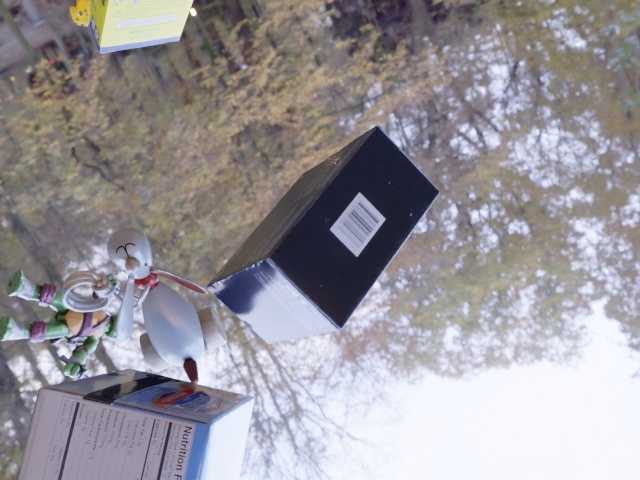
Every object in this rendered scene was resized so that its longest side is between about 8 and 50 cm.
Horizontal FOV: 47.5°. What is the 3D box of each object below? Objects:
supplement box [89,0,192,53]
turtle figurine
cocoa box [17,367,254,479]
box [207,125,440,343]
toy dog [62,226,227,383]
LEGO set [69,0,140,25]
[{"bbox_3d":[-0.379,-0.577,1.504,0.195,0.194,0.356,-18,168,-27],"label":"supplement box"},{"bbox_3d":[-0.476,0.159,1.437,0.198,0.266,0.275,-60,-141,14],"label":"turtle figurine"},{"bbox_3d":[-0.245,0.325,1.033,0.227,0.232,0.347,10,174,5],"label":"cocoa box"},{"bbox_3d":[0.000,0.000,1.364,0.343,0.179,0.312,-51,-166,-26],"label":"box"},{"bbox_3d":[-0.290,0.144,1.332,0.220,0.333,0.161,-41,-140,8],"label":"toy dog"},{"bbox_3d":[-0.370,-0.364,1.058,0.227,0.093,0.087,3,-166,-17],"label":"LEGO set"}]
